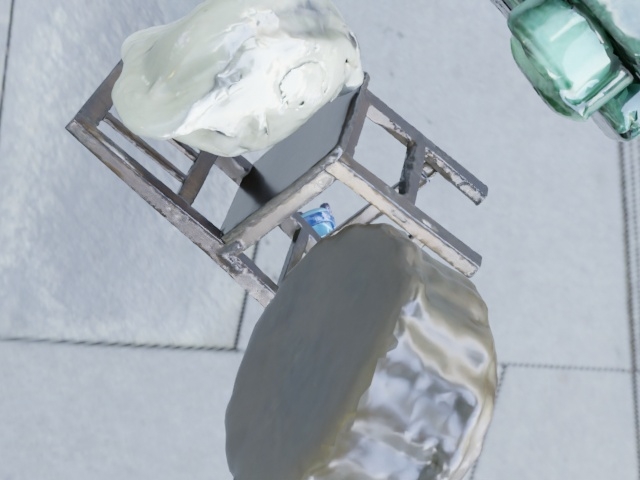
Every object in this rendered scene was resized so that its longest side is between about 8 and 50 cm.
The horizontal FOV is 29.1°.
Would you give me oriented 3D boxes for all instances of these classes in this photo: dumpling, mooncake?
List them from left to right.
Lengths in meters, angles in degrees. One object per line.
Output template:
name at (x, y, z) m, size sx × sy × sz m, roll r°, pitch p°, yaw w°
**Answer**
dumpling at (-0.101, -0.200, 1.294) m, size 0.318 × 0.243 × 0.187 m, roll -18°, pitch 132°, yaw -47°
mooncake at (0.034, 0.106, 0.889) m, size 0.124 × 0.228 × 0.228 m, roll 29°, pitch 105°, yaw -21°

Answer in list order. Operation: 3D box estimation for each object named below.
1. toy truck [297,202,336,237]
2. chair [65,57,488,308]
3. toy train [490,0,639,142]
toy truck at (0.000, 0.000, 1.927) m, size 0.063 × 0.074 × 0.136 m, roll -20°, pitch 156°, yaw -2°
chair at (-0.036, -0.091, 1.406) m, size 0.240 × 0.203 × 0.416 m, roll -36°, pitch 109°, yaw 29°
toy train at (0.215, -0.184, 0.634) m, size 0.299 × 0.238 × 0.167 m, roll -40°, pitch 91°, yaw 8°
